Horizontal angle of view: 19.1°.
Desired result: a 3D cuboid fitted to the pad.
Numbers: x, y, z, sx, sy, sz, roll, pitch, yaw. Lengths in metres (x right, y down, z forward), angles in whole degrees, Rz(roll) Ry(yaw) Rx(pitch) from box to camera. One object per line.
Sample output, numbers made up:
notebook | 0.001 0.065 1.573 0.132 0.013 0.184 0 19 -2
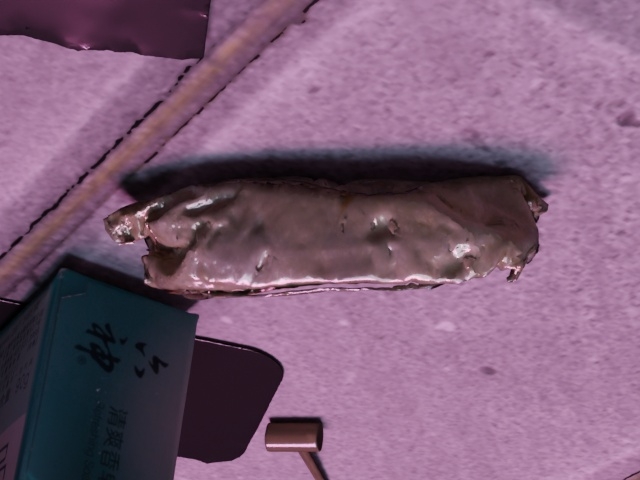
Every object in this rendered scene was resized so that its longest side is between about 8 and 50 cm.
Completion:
pad | -0.166 0.087 1.208 0.267 0.004 0.181 12 149 -9

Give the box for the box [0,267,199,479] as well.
box | -0.173 0.137 1.140 0.092 0.153 0.245 20 148 -22

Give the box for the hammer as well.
hammer | -0.008 0.147 1.271 0.035 0.019 0.110 -1 154 13

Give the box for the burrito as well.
burrito | 0.000 -0.002 0.971 0.229 0.063 0.058 -2 176 11

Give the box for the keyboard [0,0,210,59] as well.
keyboard | -0.146 -0.119 0.850 0.196 0.015 0.074 9 146 -4
